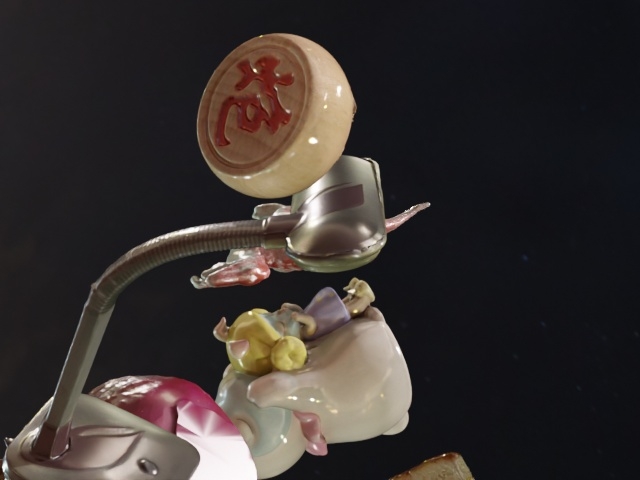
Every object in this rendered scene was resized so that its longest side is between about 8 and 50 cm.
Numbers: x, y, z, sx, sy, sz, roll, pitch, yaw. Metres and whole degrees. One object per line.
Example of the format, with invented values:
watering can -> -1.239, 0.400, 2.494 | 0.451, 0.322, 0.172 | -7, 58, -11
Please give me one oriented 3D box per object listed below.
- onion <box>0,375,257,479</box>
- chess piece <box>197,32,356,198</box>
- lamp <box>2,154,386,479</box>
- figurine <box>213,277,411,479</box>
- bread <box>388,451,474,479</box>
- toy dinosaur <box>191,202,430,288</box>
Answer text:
onion -> -0.149, 0.178, 0.967 | 0.140, 0.218, 0.195 | -39, -132, 28
chess piece -> -0.023, -0.062, 0.656 | 0.084, 0.038, 0.083 | -15, -116, 33
lamp -> -0.077, 0.046, 0.862 | 0.124, 0.203, 0.283 | 37, -69, -1
figurine -> -0.044, 0.143, 1.189 | 0.236, 0.155, 0.127 | -22, -155, -17
bread -> 0.062, 0.163, 0.811 | 0.062, 0.109, 0.043 | -21, -106, -6
toy dinosaur -> 0.000, 0.000, 1.143 | 0.167, 0.242, 0.053 | -150, -125, -69
